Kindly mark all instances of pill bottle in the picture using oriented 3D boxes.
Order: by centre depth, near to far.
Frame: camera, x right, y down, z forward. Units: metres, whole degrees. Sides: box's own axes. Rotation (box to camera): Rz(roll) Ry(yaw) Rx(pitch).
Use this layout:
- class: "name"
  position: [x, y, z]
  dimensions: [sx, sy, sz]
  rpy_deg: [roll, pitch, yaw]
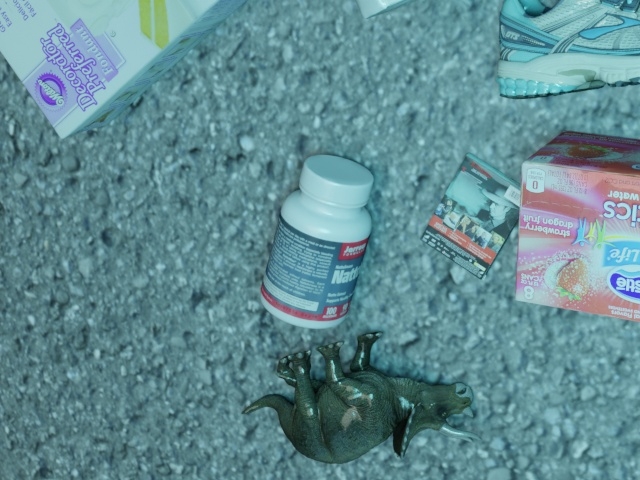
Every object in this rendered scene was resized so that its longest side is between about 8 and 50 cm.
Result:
- class: "pill bottle"
  position: [0.000, 0.000, 1.451]
  dimensions: [0.108, 0.108, 0.180]
  rpy_deg: [24, 117, 19]

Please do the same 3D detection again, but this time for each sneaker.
- class: "sneaker"
  position: [0.287, -0.209, 1.218]
  dimensions: [0.283, 0.110, 0.122]
  rpy_deg: [-4, 98, 38]

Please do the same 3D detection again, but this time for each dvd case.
- class: "dvd case"
  position: [0.173, -0.026, 1.408]
  dimensions: [0.087, 0.013, 0.119]
  rpy_deg: [33, 120, 14]

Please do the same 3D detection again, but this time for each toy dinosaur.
- class: "toy dinosaur"
  position: [0.018, 0.203, 1.506]
  dimensions: [0.314, 0.121, 0.160]
  rpy_deg: [-19, 84, 27]

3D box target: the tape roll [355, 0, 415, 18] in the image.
- class: "tape roll"
  position: [0.150, -0.300, 1.166]
  dimensions: [0.286, 0.286, 0.100]
  rpy_deg: [-17, 99, 31]

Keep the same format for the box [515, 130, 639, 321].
- class: "box"
  position: [0.356, -0.005, 1.243]
  dimensions: [0.300, 0.142, 0.154]
  rpy_deg: [9, 111, 25]

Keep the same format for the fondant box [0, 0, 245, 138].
- class: "fondant box"
  position: [-0.247, -0.308, 1.482]
  dimensions: [0.330, 0.096, 0.238]
  rpy_deg: [-35, 89, 33]
